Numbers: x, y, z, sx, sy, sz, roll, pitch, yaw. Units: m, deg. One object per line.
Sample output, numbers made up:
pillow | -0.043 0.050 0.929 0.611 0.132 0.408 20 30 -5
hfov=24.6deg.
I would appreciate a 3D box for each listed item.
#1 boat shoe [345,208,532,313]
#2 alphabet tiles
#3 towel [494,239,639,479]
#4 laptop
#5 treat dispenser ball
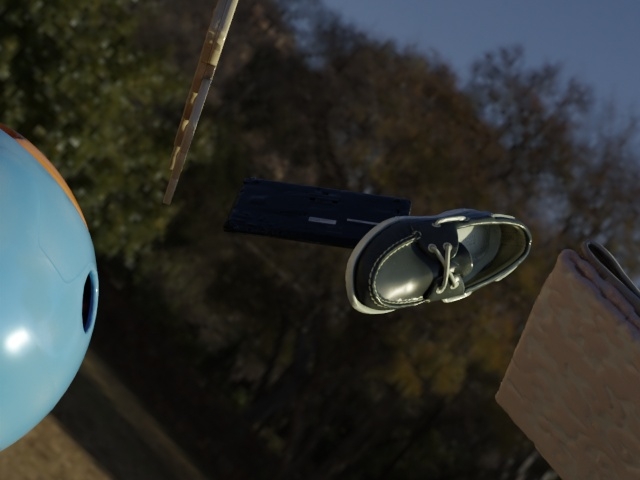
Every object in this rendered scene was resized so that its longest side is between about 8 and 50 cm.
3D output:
boat shoe | 0.148 0.019 1.788 0.091 0.302 0.114 6 -69 39
alphabet tiles | -0.114 -0.186 1.506 0.021 0.278 0.284 18 -27 -5
towel | 0.317 0.198 1.436 0.332 0.053 0.317 50 -26 24
laptop | 0.000 0.000 1.997 0.234 0.136 0.264 7 26 4
treat dispenser ball | -0.313 0.034 1.111 0.288 0.288 0.288 41 -7 6
